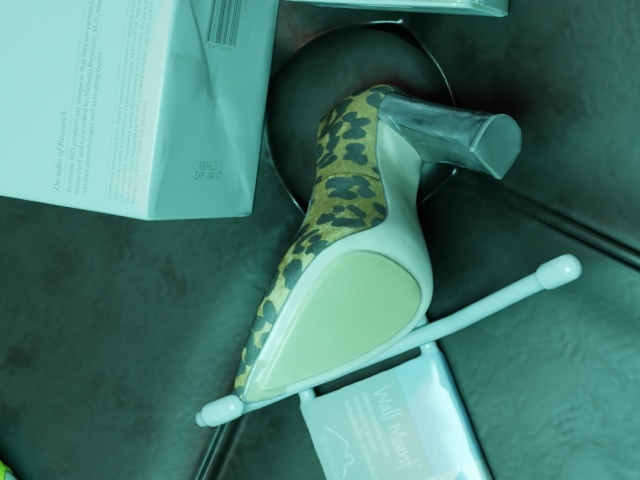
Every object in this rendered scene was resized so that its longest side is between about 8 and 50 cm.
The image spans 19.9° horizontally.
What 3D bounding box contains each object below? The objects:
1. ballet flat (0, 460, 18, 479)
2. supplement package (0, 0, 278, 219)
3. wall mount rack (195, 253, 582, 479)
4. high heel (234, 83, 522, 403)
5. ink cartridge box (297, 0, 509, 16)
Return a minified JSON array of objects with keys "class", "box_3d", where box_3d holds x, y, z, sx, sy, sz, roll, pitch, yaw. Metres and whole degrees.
[{"class":"ballet flat","box_3d":[-0.237,0.250,1.412,0.077,0.077,0.231,-8,91,1]},{"class":"supplement package","box_3d":[-0.204,-0.122,1.325,0.293,0.177,0.175,9,95,21]},{"class":"wall mount rack","box_3d":[0.089,0.161,1.240,0.304,0.130,0.350,-23,84,21]},{"class":"high heel","box_3d":[0.000,0.000,1.229,0.261,0.093,0.186,-47,31,-17]},{"class":"ink cartridge box","box_3d":[0.056,-0.266,1.263,0.154,0.093,0.212,5,92,22]}]
